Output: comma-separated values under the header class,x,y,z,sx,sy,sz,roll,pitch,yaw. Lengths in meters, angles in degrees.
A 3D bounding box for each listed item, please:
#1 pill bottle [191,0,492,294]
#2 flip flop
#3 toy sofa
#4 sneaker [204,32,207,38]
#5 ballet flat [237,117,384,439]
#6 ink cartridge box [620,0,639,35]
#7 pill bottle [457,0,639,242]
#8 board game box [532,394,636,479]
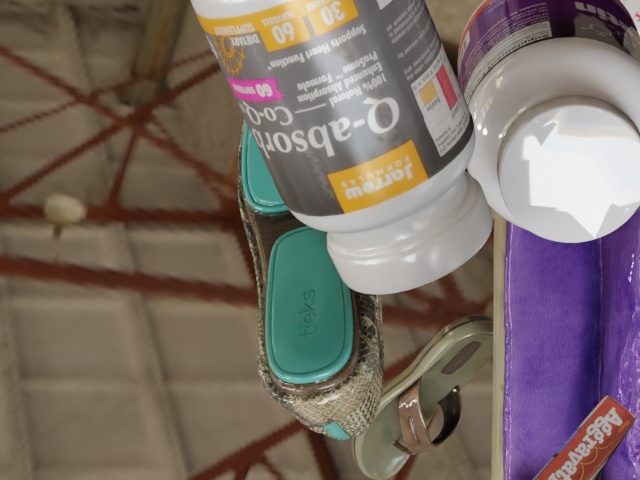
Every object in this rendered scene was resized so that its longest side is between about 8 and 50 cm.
class,x,y,z,sx,sy,sz,roll,pitch,yaw
pill bottle,0.024,-0.107,1.275,0.162,0.278,0.162,-21,-155,10
flip flop,0.135,0.203,2.026,0.112,0.277,0.080,10,-140,-43
toy sofa,0.280,0.125,1.855,0.150,0.362,0.177,4,174,-19
sneaker,-0.051,-0.234,2.071,0.224,0.098,0.083,45,-131,14
ballet flat,0.000,0.000,1.828,0.164,0.182,0.483,-11,-123,12
ink cartridge box,0.286,-0.325,1.762,0.203,0.148,0.086,23,-167,-22
pill bottle,0.218,-0.120,1.515,0.181,0.181,0.323,17,-155,-5
board game box,0.128,0.215,1.127,0.027,0.281,0.145,38,-116,14
